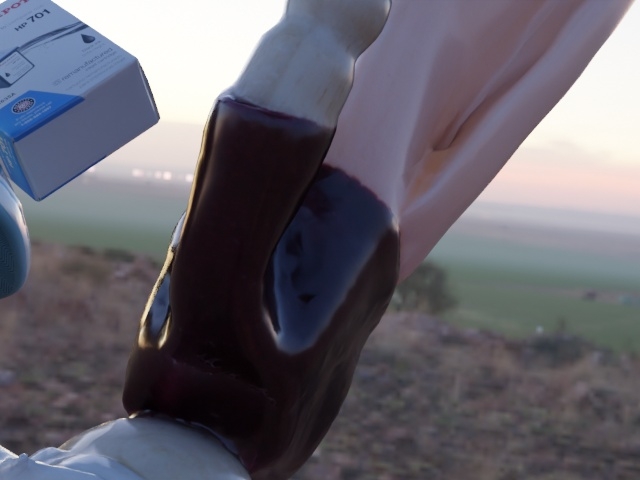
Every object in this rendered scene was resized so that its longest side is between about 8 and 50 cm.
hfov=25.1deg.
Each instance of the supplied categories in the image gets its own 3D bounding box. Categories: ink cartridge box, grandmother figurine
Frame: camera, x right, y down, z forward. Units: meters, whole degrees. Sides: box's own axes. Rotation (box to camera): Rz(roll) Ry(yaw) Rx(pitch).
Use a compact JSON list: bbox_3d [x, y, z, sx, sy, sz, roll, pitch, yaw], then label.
[{"bbox_3d":[-0.261,-0.138,1.312,0.140,0.082,0.191,-37,49,-21],"label":"ink cartridge box"},{"bbox_3d":[0.000,0.000,0.438,0.104,0.342,0.207,19,-32,21],"label":"grandmother figurine"}]

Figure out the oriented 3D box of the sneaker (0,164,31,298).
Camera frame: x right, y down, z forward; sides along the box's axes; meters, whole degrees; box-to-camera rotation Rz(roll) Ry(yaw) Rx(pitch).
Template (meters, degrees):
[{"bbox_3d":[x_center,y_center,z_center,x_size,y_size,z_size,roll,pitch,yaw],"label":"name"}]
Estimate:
[{"bbox_3d":[-0.299,-0.115,1.173,0.127,0.208,0.319,-2,-44,13],"label":"sneaker"}]
